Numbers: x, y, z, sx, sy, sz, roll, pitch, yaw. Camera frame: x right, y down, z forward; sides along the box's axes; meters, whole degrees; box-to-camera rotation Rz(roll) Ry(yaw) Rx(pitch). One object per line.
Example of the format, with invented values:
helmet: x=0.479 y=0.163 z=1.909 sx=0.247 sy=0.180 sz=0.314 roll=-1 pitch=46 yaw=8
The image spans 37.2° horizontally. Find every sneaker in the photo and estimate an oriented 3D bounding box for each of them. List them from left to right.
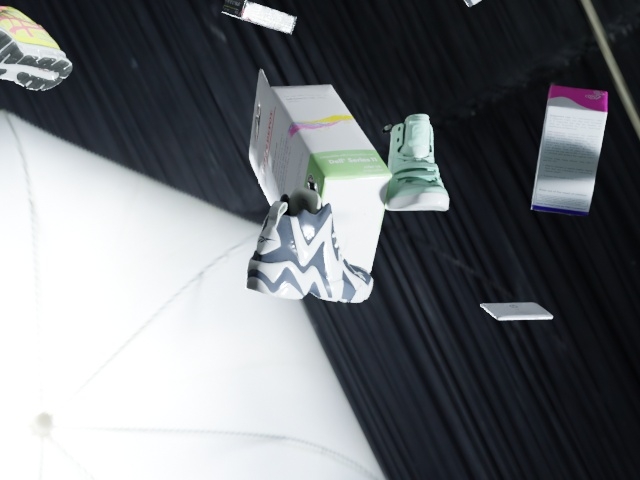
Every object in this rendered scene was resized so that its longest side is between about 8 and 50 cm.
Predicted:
sneaker: x=-0.404 y=-0.253 z=1.179 sx=0.081 sy=0.094 sz=0.208 roll=-33 pitch=163 yaw=16
sneaker: x=0.000 y=0.000 z=1.284 sx=0.235 sy=0.153 sz=0.094 roll=7 pitch=-175 yaw=-45
sneaker: x=0.148 y=-0.126 z=1.525 sx=0.094 sy=0.151 sz=0.256 roll=1 pitch=-171 yaw=-6

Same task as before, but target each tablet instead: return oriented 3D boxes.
tablet: x=0.261 y=0.093 z=1.270 sx=0.083 sy=0.006 sz=0.054 roll=1 pitch=-162 yaw=-18

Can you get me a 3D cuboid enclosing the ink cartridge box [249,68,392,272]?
ink cartridge box: x=-0.013 y=-0.126 z=1.608 sx=0.119 sy=0.353 sz=0.207 roll=-6 pitch=131 yaw=-20

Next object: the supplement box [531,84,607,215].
supplement box: x=0.476 y=-0.172 z=1.826 sx=0.114 sy=0.220 sz=0.111 roll=8 pitch=-147 yaw=13

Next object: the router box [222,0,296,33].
router box: x=-0.124 y=-0.454 z=1.911 sx=0.122 sy=0.038 sz=0.092 roll=10 pitch=-166 yaw=-34

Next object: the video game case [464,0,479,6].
video game case: x=0.381 y=-0.593 z=1.966 sx=0.248 sy=0.035 sz=0.275 roll=-31 pitch=-155 yaw=12
